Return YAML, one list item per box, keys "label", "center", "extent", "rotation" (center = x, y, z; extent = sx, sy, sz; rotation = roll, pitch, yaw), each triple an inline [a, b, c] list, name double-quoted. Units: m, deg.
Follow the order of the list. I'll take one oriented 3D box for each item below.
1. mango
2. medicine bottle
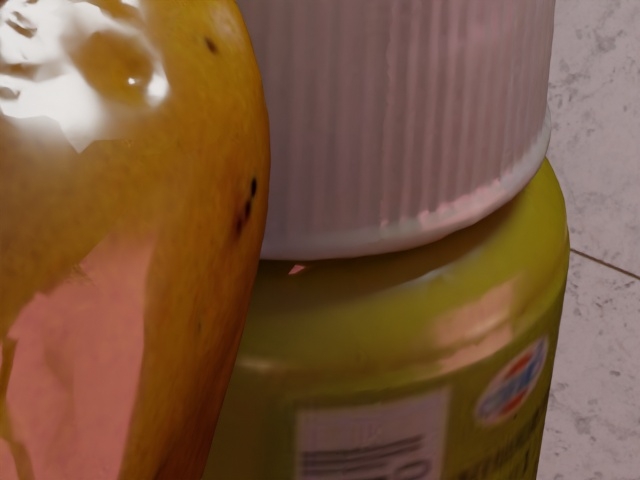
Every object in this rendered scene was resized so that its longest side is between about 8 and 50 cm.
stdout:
- label: "mango"
  center: [-0.104, 0.038, 0.426]
  extent: [0.201, 0.153, 0.287]
  rotation: [95, 11, -73]
- label: "medicine bottle"
  center: [-0.016, 0.018, 0.664]
  extent: [0.224, 0.224, 0.384]
  rotation: [-65, 161, -53]
